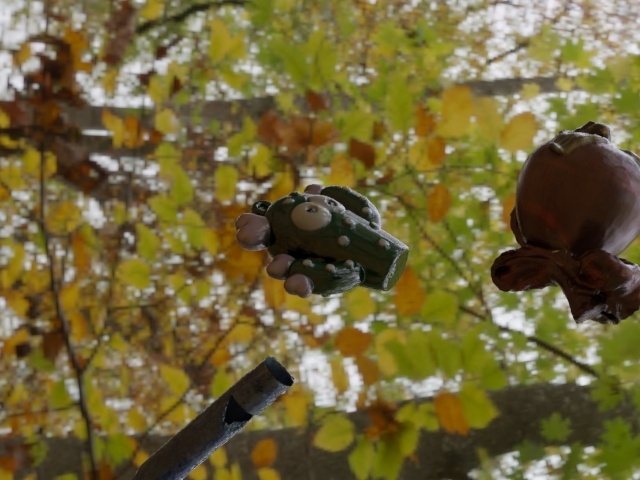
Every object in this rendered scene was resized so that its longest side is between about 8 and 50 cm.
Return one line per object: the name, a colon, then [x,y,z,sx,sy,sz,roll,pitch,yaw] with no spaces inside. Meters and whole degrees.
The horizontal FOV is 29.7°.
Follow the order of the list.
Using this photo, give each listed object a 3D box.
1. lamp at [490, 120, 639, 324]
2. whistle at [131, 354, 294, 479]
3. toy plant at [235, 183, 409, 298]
lamp: [0.300,-0.024,1.347,0.215,0.151,0.223,13,-84,60]
whistle: [-0.167,0.283,1.768,0.304,0.062,0.062,-42,-121,15]
toy plant: [0.001,-0.003,1.729,0.243,0.233,0.112,43,-46,38]
